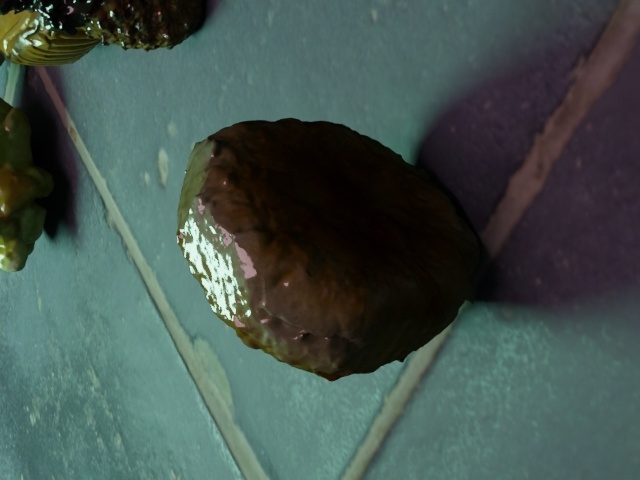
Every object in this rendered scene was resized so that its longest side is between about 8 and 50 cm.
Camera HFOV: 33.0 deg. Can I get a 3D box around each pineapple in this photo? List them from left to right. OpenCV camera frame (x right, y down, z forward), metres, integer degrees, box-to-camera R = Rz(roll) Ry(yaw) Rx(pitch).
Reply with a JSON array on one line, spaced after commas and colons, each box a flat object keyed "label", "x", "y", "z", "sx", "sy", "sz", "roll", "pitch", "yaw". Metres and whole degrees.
[{"label": "pineapple", "x": -0.206, "y": -0.220, "z": 0.966, "sx": 0.108, "sy": 0.198, "sz": 0.108, "roll": 12, "pitch": 105, "yaw": 51}]

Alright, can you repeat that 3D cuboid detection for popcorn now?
[{"label": "popcorn", "x": -0.452, "y": -0.071, "z": 1.374, "sx": 0.212, "sy": 0.259, "sz": 0.259, "roll": -158, "pitch": 62, "yaw": -81}]

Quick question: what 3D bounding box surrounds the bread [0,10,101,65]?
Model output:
[{"label": "bread", "x": -0.284, "y": -0.282, "z": 1.158, "sx": 0.199, "sy": 0.104, "sz": 0.199, "roll": 7, "pitch": 98, "yaw": 54}]

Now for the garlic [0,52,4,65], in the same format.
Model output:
[{"label": "garlic", "x": -0.495, "y": -0.347, "z": 1.370, "sx": 0.313, "sy": 0.249, "sz": 0.286, "roll": -12, "pitch": 70, "yaw": 37}]

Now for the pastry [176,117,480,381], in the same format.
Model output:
[{"label": "pastry", "x": 0.000, "y": 0.000, "z": 0.706, "sx": 0.182, "sy": 0.193, "sz": 0.093, "roll": 56, "pitch": 133, "yaw": 24}]
